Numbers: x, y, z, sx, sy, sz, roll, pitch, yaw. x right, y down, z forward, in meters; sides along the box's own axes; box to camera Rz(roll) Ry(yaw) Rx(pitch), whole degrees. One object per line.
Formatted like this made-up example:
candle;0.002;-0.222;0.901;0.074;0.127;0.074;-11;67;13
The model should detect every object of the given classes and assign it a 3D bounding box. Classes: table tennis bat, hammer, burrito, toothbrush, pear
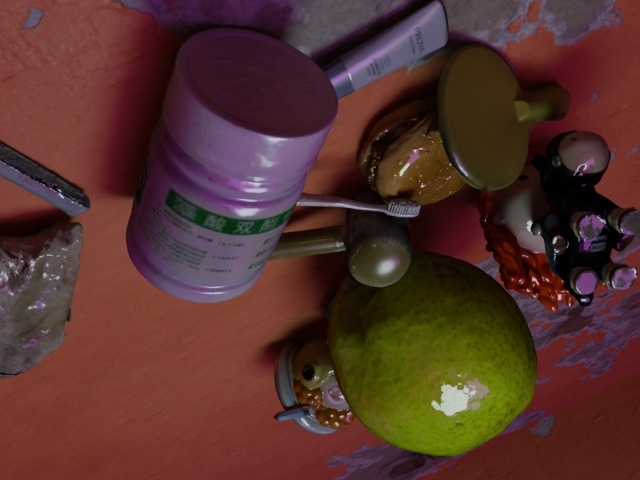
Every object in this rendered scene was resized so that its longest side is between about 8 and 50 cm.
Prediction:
table tennis bat;0.294;-0.204;1.228;0.054;0.224;0.368;-6;-170;45
hammer;0.000;0.000;1.325;0.305;0.202;0.113;-5;120;5
burrito;-0.459;0.102;1.174;0.175;0.107;0.348;10;132;-25
toothbrush;0.008;-0.065;1.231;0.307;0.025;0.029;5;149;-4
pear;0.195;0.192;1.407;0.391;0.391;0.391;-19;147;-13

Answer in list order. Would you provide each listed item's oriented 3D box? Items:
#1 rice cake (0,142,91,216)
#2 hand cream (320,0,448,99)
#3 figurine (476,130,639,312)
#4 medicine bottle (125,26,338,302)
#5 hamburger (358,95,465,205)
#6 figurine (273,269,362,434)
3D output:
rice cake;-0.383;-0.085;1.019;0.033;0.033;0.207;-26;148;17
hand cream;0.067;-0.252;1.088;0.255;0.048;0.079;-28;146;0
figurine;0.416;-0.036;1.350;0.241;0.306;0.412;-20;172;-3
medicine bottle;-0.128;-0.089;1.031;0.212;0.212;0.325;-4;142;-32
hamburger;0.168;-0.144;1.270;0.213;0.108;0.214;-23;149;-15
figurine;0.043;0.223;1.657;0.224;0.205;0.382;12;111;-48
